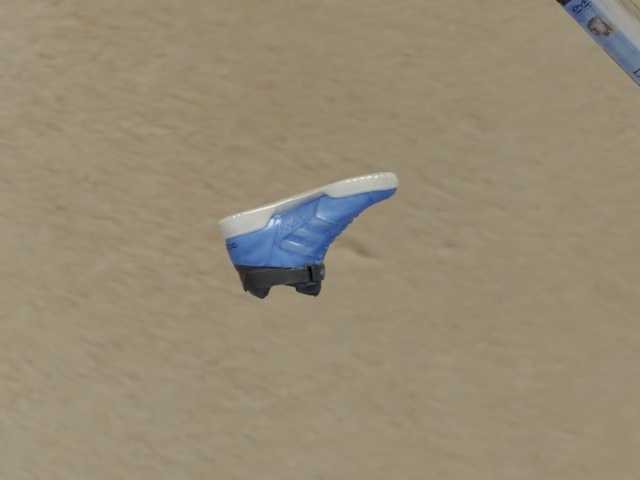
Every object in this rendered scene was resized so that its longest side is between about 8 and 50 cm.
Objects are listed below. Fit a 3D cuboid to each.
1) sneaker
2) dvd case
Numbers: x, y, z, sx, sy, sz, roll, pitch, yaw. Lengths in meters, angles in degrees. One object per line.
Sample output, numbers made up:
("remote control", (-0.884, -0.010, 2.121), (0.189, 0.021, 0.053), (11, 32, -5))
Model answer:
("sneaker", (0.000, 0.000, 1.515), (0.152, 0.058, 0.084), (-18, 92, -2))
("dvd case", (0.235, -0.160, 1.410), (0.022, 0.180, 0.253), (-39, 126, 18))
